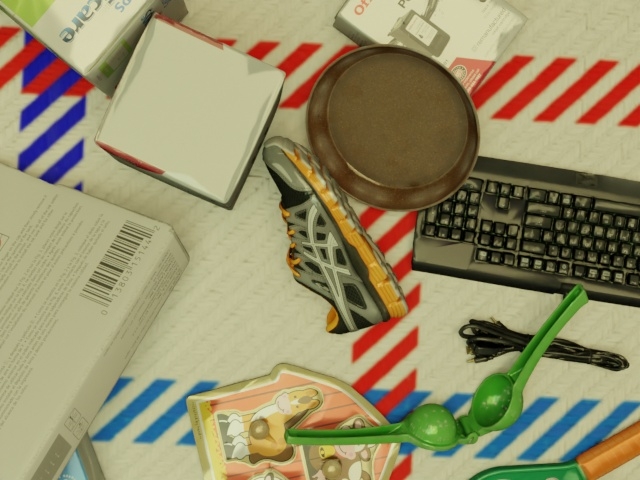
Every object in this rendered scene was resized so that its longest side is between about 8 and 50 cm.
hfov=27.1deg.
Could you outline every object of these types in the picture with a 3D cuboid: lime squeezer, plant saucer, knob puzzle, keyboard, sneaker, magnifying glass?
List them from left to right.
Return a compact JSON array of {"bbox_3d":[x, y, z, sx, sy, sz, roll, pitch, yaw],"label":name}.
[{"bbox_3d":[-0.017,0.213,1.282,0.213,0.030,0.213,0,90,-2],"label":"knob puzzle"},{"bbox_3d":[0.000,0.000,1.244,0.083,0.084,0.215,-29,106,9],"label":"sneaker"},{"bbox_3d":[0.070,-0.108,1.251,0.168,0.029,0.168,8,118,15],"label":"plant saucer"},{"bbox_3d":[0.125,0.155,1.255,0.310,0.110,0.059,-26,51,2],"label":"lime squeezer"},{"bbox_3d":[0.233,0.236,1.296,0.231,0.026,0.092,-29,92,0],"label":"magnifying glass"},{"bbox_3d":[0.244,0.033,1.290,0.317,0.033,0.201,9,90,-1],"label":"keyboard"}]

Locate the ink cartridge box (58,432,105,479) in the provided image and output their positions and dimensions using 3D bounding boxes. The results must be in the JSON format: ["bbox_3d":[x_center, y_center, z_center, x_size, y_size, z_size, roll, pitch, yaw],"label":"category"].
[{"bbox_3d":[-0.332,0.223,1.247,0.231,0.078,0.134,-21,90,-1],"label":"ink cartridge box"}]

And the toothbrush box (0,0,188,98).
[{"bbox_3d":[-0.265,-0.267,1.183,0.283,0.206,0.122,39,89,-2],"label":"toothbrush box"}]

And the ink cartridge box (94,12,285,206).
[{"bbox_3d":[-0.114,-0.110,1.205,0.128,0.176,0.127,24,87,-3],"label":"ink cartridge box"}]

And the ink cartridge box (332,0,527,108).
[{"bbox_3d":[0.102,-0.209,1.266,0.150,0.063,0.109,36,89,-2],"label":"ink cartridge box"}]

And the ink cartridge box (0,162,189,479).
[{"bbox_3d":[-0.303,0.078,1.208,0.261,0.066,0.296,21,67,22],"label":"ink cartridge box"}]
